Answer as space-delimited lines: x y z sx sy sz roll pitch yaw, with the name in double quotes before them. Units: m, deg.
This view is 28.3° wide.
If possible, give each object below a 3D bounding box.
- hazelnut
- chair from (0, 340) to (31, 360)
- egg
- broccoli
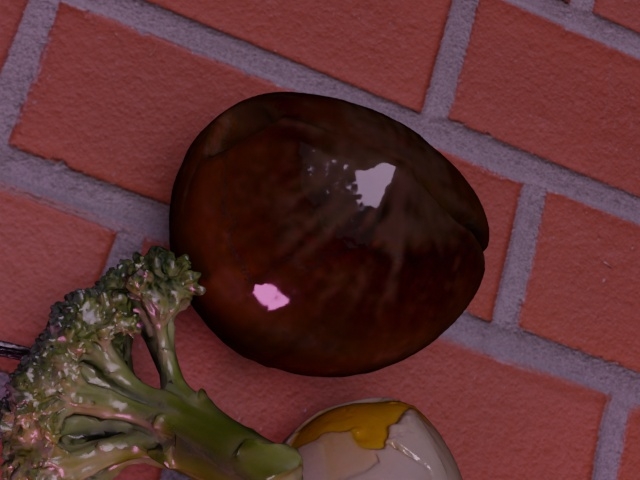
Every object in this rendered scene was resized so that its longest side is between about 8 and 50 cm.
"hazelnut" 0.000 0.000 1.720 0.429 0.402 0.402 33 70 -16
"chair" -0.480 0.171 1.653 0.213 0.084 0.101 17 70 -16
"egg" 0.038 0.377 1.685 0.345 0.283 0.283 -40 93 -12
"broccoli" -0.232 0.259 1.588 0.397 0.353 0.275 49 35 11
